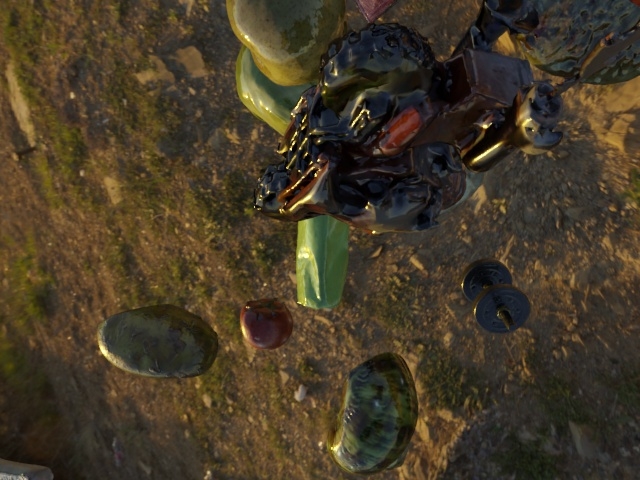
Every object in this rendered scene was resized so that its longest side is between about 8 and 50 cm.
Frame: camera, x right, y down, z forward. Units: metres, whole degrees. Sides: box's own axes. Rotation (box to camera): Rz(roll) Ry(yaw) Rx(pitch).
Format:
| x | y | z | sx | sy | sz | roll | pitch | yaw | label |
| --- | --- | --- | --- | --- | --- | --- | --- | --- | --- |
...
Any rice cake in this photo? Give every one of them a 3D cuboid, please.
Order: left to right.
| x | y | z | sx | sy | sz | roll | pitch | yaw | label |
| --- | --- | --- | --- | --- | --- | --- | --- | --- | --- |
| -0.511 | 0.383 | 0.820 | 0.206 | 0.047 | 0.036 | -10 | 81 | 31 | rice cake |

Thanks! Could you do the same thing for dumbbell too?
| x | y | z | sx | sy | sz | roll | pitch | yaw | label |
| --- | --- | --- | --- | --- | --- | --- | --- | --- | --- |
| 0.468 | 0.148 | 1.354 | 0.143 | 0.325 | 0.143 | 1 | 114 | 2 | dumbbell |

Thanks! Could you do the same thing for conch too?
| x | y | z | sx | sy | sz | roll | pitch | yaw | label |
| --- | --- | --- | --- | --- | --- | --- | --- | --- | --- |
| 0.093 | 0.288 | 0.791 | 0.187 | 0.181 | 0.124 | -40 | 54 | -7 | conch |

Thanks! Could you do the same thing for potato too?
| x | y | z | sx | sy | sz | roll | pitch | yaw | label |
| --- | --- | --- | --- | --- | --- | --- | --- | --- | --- |
| -0.389 | 0.238 | 1.195 | 0.297 | 0.176 | 0.141 | 11 | 138 | 0 | potato |

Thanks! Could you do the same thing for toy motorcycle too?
| x | y | z | sx | sy | sz | roll | pitch | yaw | label |
| --- | --- | --- | --- | --- | --- | --- | --- | --- | --- |
| 0.082 | -0.092 | 0.405 | 0.401 | 0.206 | 0.134 | 134 | 139 | -61 | toy motorcycle |

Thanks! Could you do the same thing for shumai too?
| x | y | z | sx | sy | sz | roll | pitch | yaw | label |
| --- | --- | --- | --- | --- | --- | --- | --- | --- | --- |
| 0.576 | -0.539 | 1.010 | 0.394 | 0.348 | 0.395 | 5 | 136 | 5 | shumai |

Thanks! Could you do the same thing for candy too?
| x | y | z | sx | sy | sz | roll | pitch | yaw | label |
| --- | --- | --- | --- | --- | --- | --- | --- | --- | --- |
| 0.000 | 0.000 | 1.292 | 0.142 | 0.132 | 0.344 | 4 | 96 | 19 | candy |

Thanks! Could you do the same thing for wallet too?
| x | y | z | sx | sy | sz | roll | pitch | yaw | label |
| --- | --- | --- | --- | --- | --- | --- | --- | --- | --- |
| 0.165 | -0.683 | 1.359 | 0.165 | 0.030 | 0.111 | -28 | 102 | 42 | wallet |

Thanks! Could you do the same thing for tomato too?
| x | y | z | sx | sy | sz | roll | pitch | yaw | label |
| --- | --- | --- | --- | --- | --- | --- | --- | --- | --- |
| -0.165 | 0.257 | 1.530 | 0.167 | 0.167 | 0.168 | 5 | 103 | 22 | tomato |

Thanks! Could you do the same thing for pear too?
| x | y | z | sx | sy | sz | roll | pitch | yaw | label |
| --- | --- | --- | --- | --- | --- | --- | --- | --- | --- |
| -0.037 | -0.279 | 0.632 | 0.136 | 0.167 | 0.167 | -41 | 83 | 4 | pear |

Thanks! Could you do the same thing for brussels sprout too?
| x | y | z | sx | sy | sz | roll | pitch | yaw | label |
| --- | --- | --- | --- | --- | --- | --- | --- | --- | --- |
| -0.044 | -0.381 | 1.184 | 0.328 | 0.327 | 0.247 | 68 | 158 | -2 | brussels sprout |

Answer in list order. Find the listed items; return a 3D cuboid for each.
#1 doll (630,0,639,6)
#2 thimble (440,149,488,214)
| x | y | z | sx | sy | sz | roll | pitch | yaw | label |
| --- | --- | --- | --- | --- | --- | --- | --- | --- | --- |
| 0.408 | -0.171 | 0.370 | 0.383 | 0.099 | 0.188 | 26 | 115 | -11 | doll |
| 0.248 | -0.210 | 1.210 | 0.291 | 0.292 | 0.195 | -25 | 127 | 26 | thimble |
